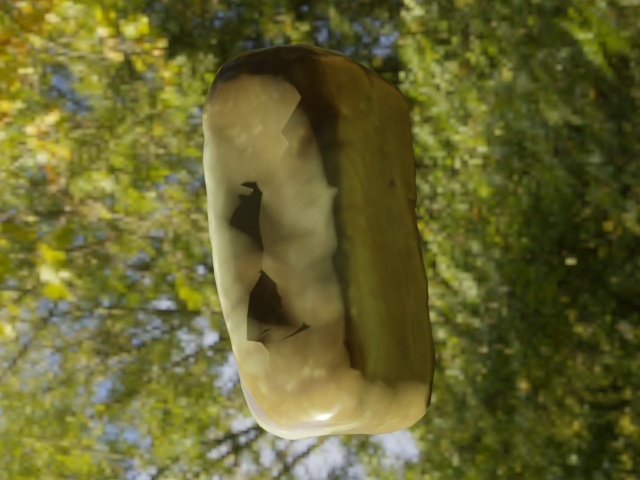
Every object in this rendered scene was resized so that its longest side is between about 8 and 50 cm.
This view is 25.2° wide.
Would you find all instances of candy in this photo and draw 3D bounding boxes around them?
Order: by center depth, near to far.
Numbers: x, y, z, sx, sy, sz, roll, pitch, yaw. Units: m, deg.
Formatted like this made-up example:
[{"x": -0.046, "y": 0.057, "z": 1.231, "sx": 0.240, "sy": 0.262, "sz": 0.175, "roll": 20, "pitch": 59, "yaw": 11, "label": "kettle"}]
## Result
[{"x": 0.000, "y": 0.000, "z": 0.847, "sx": 0.104, "sy": 0.102, "sz": 0.233, "roll": 15, "pitch": -114, "yaw": -53, "label": "candy"}]
